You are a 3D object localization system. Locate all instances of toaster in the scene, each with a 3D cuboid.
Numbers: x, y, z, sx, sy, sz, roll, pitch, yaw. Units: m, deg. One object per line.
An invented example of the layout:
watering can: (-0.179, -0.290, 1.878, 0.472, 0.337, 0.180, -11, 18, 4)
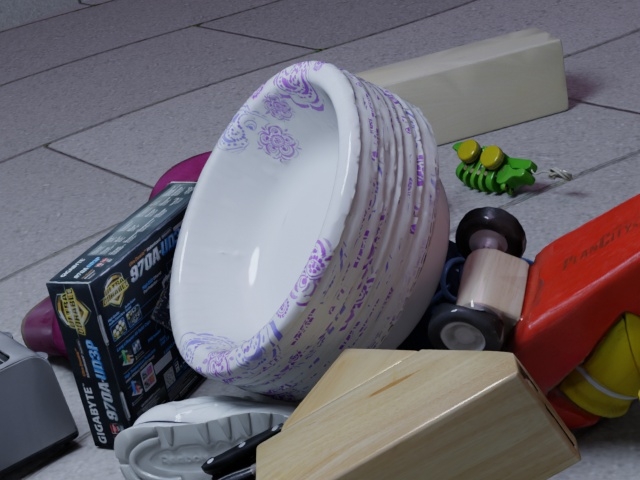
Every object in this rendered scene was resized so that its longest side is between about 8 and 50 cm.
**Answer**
toaster: (-0.345, 0.156, 1.279, 0.186, 0.110, 0.168, -26, 27, -30)

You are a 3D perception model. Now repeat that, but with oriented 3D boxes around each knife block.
knife block: (0.013, 0.189, 0.972, 0.276, 0.088, 0.242, -5, 40, 53)

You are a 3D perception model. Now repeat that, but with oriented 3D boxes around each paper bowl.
paper bowl: (0.000, 0.000, 1.192, 0.148, 0.284, 0.284, 20, 9, -29)

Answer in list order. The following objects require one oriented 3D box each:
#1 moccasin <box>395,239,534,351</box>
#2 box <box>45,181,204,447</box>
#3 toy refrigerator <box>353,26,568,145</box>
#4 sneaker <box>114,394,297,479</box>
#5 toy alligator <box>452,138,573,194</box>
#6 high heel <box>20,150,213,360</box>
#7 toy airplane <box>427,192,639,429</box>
moccasin: (0.100, 0.052, 1.305, 0.342, 0.116, 0.137, -4, 25, 16)
box: (-0.158, 0.067, 1.316, 0.051, 0.175, 0.220, 1, 27, 27)
toy refrigerator: (0.186, -0.199, 1.853, 0.269, 0.102, 0.094, -17, 24, -11)
sneaker: (-0.056, 0.166, 1.169, 0.235, 0.090, 0.095, 2, 17, 24)
toy alligator: (0.215, -0.077, 1.635, 0.190, 0.056, 0.051, 22, 82, 49)
high heel: (-0.137, 0.012, 1.479, 0.181, 0.127, 0.377, -2, 36, 50)
toy airplane: (0.303, 0.037, 1.063, 0.386, 0.272, 0.384, -50, 18, -5)
